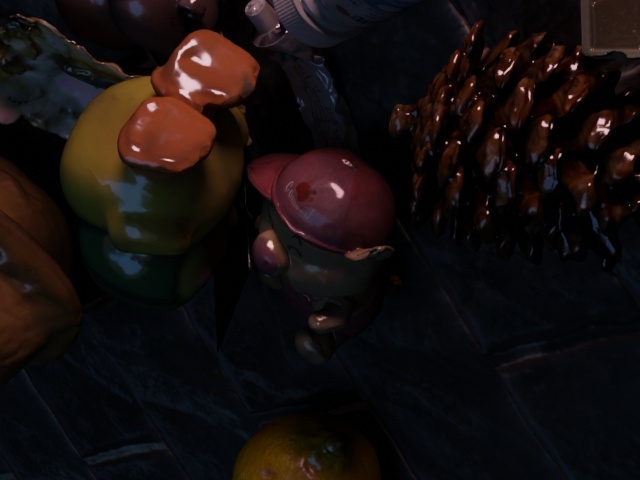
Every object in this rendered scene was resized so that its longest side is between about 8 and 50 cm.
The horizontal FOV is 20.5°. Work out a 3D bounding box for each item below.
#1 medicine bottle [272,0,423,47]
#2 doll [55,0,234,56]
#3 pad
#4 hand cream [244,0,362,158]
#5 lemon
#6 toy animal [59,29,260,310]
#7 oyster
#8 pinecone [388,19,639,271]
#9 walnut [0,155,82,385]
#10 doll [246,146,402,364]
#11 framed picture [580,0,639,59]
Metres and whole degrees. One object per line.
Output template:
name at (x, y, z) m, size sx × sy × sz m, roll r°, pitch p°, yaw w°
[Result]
medicine bottle at (0.038, -0.258, 1.716) m, size 0.168 × 0.105 × 0.105 m, roll -19°, pitch 106°, yaw 53°
doll at (-0.205, -0.269, 1.956) m, size 0.257 × 0.117 × 0.182 m, roll 6°, pitch 158°, yaw 48°
pad at (-0.106, 0.011, 2.065) m, size 0.245 × 0.006 × 0.170 m, roll 115°, pitch 154°, yaw -61°
hand cream at (-0.014, -0.158, 1.907) m, size 0.084 × 0.050 × 0.257 m, roll 9°, pitch 139°, yaw 46°
lemon at (-0.018, 0.306, 2.201) m, size 0.188 × 0.188 × 0.256 m, roll 44°, pitch 150°, yaw 10°
toy animal at (-0.182, -0.065, 1.912) m, size 0.191 × 0.216 × 0.338 m, roll 22°, pitch 146°, yaw 7°
oyster at (-0.247, -0.172, 2.020) m, size 0.355 × 0.107 × 0.201 m, roll 23°, pitch 142°, yaw -17°
pinecone at (0.195, -0.084, 1.611) m, size 0.273 × 0.224 × 0.224 m, roll 14°, pitch 133°, yaw 14°
walnut at (-0.514, 0.043, 2.359) m, size 0.384 × 0.383 × 0.383 m, roll 28°, pitch 138°, yaw 28°
doll at (-0.002, 0.003, 1.923) m, size 0.196 × 0.152 × 0.256 m, roll 29°, pitch 147°, yaw 17°
framed picture at (0.327, -0.249, 1.416) m, size 0.289 × 0.020 × 0.211 m, roll 5°, pitch 101°, yaw 44°
